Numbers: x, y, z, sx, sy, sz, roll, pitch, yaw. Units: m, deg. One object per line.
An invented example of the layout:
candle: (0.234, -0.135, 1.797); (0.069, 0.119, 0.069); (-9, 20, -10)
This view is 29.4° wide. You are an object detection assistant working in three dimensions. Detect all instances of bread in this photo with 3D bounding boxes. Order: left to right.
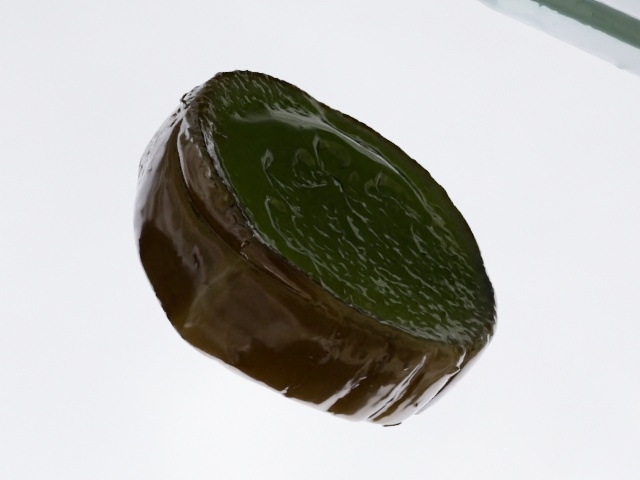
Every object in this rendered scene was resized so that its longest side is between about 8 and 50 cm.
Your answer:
bread: (0.000, 0.000, 0.695); (0.236, 0.070, 0.236); (31, -151, -20)

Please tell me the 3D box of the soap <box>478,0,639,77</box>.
soap: (0.211, -0.232, 0.761); (0.446, 0.261, 0.156); (24, -107, 6)
